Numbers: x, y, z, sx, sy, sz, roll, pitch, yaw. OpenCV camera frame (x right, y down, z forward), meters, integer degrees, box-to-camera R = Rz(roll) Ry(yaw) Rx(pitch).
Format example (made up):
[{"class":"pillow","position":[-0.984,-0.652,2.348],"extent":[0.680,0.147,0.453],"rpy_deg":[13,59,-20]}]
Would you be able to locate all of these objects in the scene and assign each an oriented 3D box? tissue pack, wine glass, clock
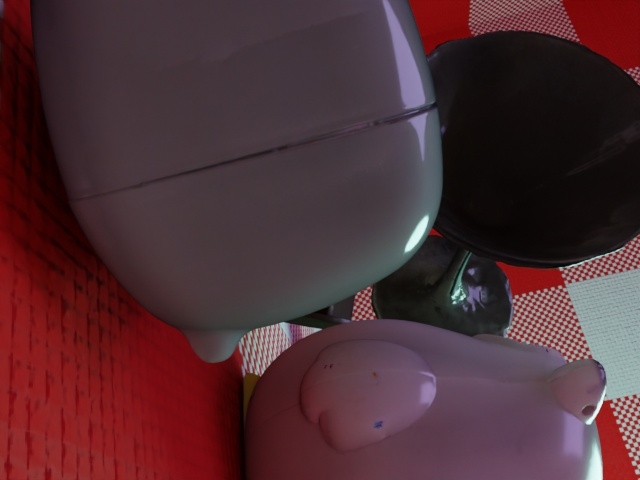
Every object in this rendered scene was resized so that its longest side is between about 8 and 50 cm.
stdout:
[{"class":"tissue pack","position":[-0.041,-0.074,0.472],"extent":[0.333,0.229,0.236],"rpy_deg":[-102,177,-78]},{"class":"wine glass","position":[0.178,-0.009,0.777],"extent":[0.406,0.266,0.267],"rpy_deg":[98,-17,-63]},{"class":"clock","position":[0.114,0.254,0.722],"extent":[0.251,0.376,0.368],"rpy_deg":[-93,171,-45]}]

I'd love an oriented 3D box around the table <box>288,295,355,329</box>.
[{"class":"table","position":[0.000,0.000,0.898],"extent":[0.167,0.166,0.227],"rpy_deg":[65,34,-77]}]
